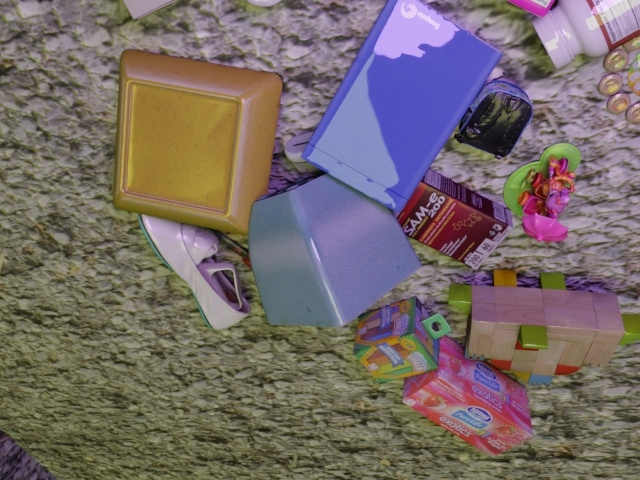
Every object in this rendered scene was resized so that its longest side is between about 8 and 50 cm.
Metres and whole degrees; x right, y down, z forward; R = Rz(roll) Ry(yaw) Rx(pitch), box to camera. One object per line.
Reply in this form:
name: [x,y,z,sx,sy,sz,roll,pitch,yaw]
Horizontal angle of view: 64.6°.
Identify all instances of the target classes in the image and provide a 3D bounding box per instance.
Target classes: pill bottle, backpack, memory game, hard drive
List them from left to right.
hard drive: [0.134,-0.233,0.884,0.210,0.040,0.318,29,107,-8]
backpack: [0.308,-0.219,0.889,0.105,0.084,0.114,22,133,-3]
pill bottle: [0.432,-0.349,0.740,0.216,0.121,0.121,-27,115,30]
memory game: [0.559,-0.277,0.829,0.186,0.012,0.186,7,127,9]

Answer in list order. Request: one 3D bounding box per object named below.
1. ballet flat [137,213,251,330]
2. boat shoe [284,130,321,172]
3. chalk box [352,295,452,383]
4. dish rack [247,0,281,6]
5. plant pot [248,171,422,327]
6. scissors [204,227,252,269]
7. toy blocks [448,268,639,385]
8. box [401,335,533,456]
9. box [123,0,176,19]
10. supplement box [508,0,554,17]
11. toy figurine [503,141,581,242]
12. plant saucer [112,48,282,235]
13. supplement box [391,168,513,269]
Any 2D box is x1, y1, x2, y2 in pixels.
ballet flat: [-0.281,0.054,1.220,0.139,0.139,0.400,-9,126,20]
boat shoe: [0.045,-0.185,0.997,0.227,0.083,0.075,-4,147,21]
chalk box: [0.206,0.236,1.221,0.213,0.132,0.132,-24,117,28]
dish rack: [-0.038,-0.548,0.743,0.333,0.072,0.285,-20,119,26]
plant pot: [0.000,0.000,1.006,0.247,0.248,0.252,-11,105,51]
scissors: [-0.180,0.030,1.238,0.109,0.021,0.297,-26,113,38]
toy blocks: [0.480,0.225,1.139,0.382,0.190,0.260,2,138,13]
box: [0.370,0.391,1.284,0.300,0.154,0.142,34,126,-10]
box: [-0.275,-0.496,0.791,0.127,0.148,0.232,-13,122,21]
supplement box: [0.321,-0.447,0.701,0.114,0.111,0.220,25,128,-5]
toy figurine: [0.421,-0.071,0.923,0.130,0.159,0.173,22,127,-3]
plant saucer: [-0.263,-0.183,0.994,0.333,0.081,0.332,11,107,5]
supplement box: [0.251,-0.051,1.036,0.240,0.073,0.130,26,128,-4]
